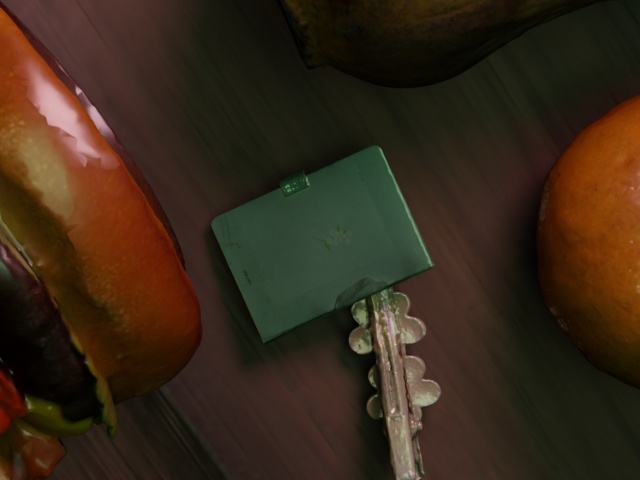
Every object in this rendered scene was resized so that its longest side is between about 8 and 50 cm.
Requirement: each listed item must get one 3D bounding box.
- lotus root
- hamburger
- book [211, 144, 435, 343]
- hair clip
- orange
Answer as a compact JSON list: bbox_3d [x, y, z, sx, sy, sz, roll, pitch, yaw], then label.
[{"bbox_3d":[0.119,-0.235,1.211,0.346,0.250,0.250,-25,101,-7],"label":"lotus root"},{"bbox_3d":[-0.244,0.012,1.096,0.250,0.330,0.330,-37,103,-15],"label":"hamburger"},{"bbox_3d":[0.000,0.000,1.284,0.135,0.017,0.103,-25,89,8],"label":"book"},{"bbox_3d":[0.050,0.073,1.317,0.062,0.056,0.214,-10,89,3],"label":"hair clip"},{"bbox_3d":[0.266,0.006,1.299,0.240,0.171,0.240,3,82,-21],"label":"orange"}]
